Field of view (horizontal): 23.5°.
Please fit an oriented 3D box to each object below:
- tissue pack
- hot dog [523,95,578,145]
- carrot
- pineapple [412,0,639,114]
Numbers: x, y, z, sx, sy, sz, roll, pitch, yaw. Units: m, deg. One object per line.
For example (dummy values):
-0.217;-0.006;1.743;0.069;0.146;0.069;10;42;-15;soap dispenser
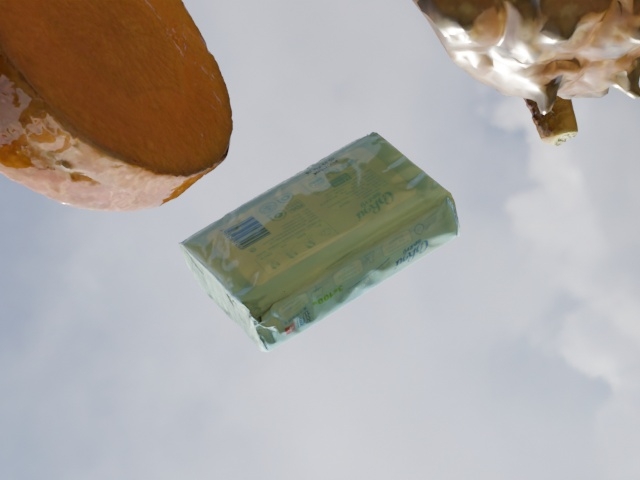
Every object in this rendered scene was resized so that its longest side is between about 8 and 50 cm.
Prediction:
0.000;0.000;1.697;0.263;0.177;0.089;-30;-49;-16;tissue pack
0.172;-0.143;1.242;0.028;0.044;0.137;0;-111;-54;hot dog
-0.211;-0.157;1.371;0.307;0.100;0.258;38;-135;-24;carrot
0.176;-0.175;0.432;0.165;0.365;0.165;43;-149;-35;pineapple
